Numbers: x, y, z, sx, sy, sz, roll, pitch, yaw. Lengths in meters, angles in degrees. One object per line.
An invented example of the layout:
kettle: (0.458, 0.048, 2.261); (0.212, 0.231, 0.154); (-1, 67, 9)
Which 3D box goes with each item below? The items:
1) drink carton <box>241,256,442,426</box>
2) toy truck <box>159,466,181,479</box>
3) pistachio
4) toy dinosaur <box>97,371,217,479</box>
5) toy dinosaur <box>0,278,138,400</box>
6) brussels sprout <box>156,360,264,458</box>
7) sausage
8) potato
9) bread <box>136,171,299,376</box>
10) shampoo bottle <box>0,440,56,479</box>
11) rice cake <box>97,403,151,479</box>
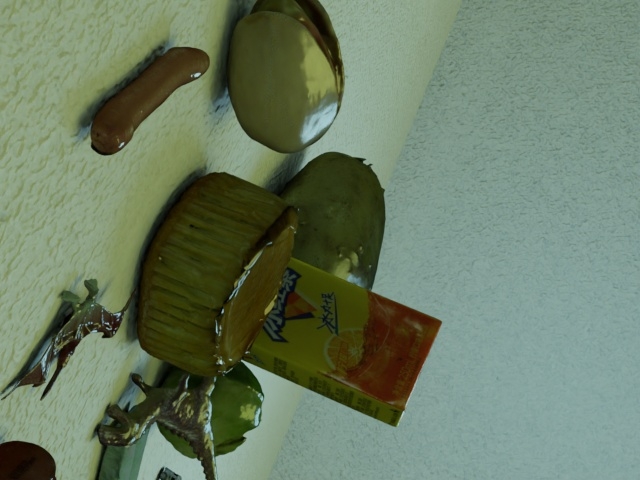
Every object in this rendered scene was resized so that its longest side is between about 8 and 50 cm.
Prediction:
drink carton: (-0.019, 0.126, 1.442); (0.111, 0.351, 0.154); (96, 19, -65)
toy truck: (-0.271, 0.442, 1.741); (0.039, 0.044, 0.083); (82, 32, -79)
pistachio: (-0.041, -0.198, 1.193); (0.215, 0.144, 0.144); (91, 22, -48)
toy dinosaur: (-0.181, 0.258, 1.368); (0.251, 0.072, 0.199); (50, 56, -41)
toy dinosaur: (-0.251, 0.095, 1.018); (0.220, 0.032, 0.108); (-39, 156, -52)
brussels sprout: (-0.177, 0.244, 1.507); (0.183, 0.145, 0.131); (-31, -141, 26)
sausage: (-0.160, -0.137, 0.934); (0.186, 0.043, 0.043); (-57, 166, -49)
potato: (0.001, 0.009, 1.722); (0.359, 0.219, 0.269); (-62, 163, -47)
bread: (-0.131, 0.044, 1.271); (0.253, 0.142, 0.227); (108, 8, -45)
shampoo bottle: (-0.330, 0.347, 1.023); (0.118, 0.076, 0.314); (-45, 156, -62)
rice cake: (-0.283, 0.335, 1.402); (0.085, 0.040, 0.226); (-55, 165, -59)
